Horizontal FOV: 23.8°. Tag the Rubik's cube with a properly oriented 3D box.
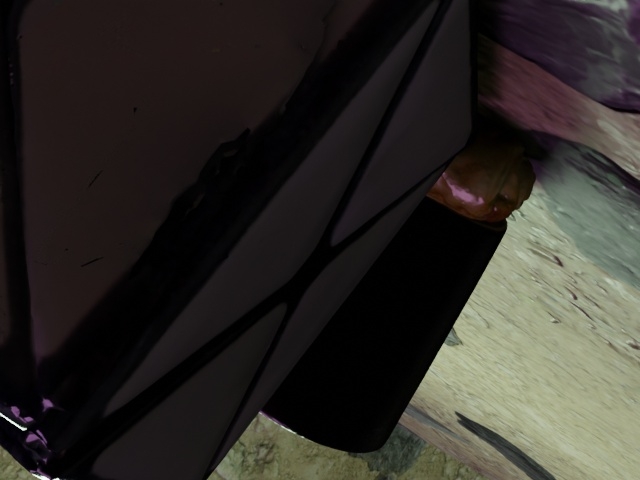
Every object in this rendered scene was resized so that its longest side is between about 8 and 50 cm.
[{"bbox_3d":[-0.125,-0.069,0.743,0.305,0.307,0.310,36,171,12],"label":"Rubik's cube"}]

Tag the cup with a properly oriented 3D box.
[{"bbox_3d":[-0.006,0.002,1.038,0.239,0.177,0.166,40,-163,24],"label":"cup"}]

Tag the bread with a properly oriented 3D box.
[{"bbox_3d":[0.078,-0.051,0.911,0.110,0.060,0.066,33,-173,24],"label":"bread"}]
